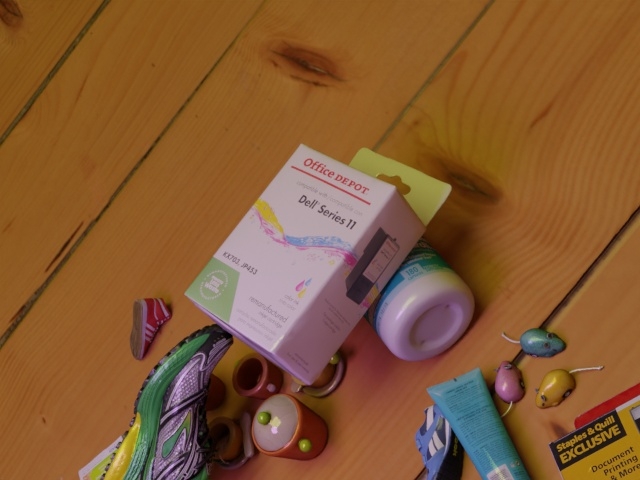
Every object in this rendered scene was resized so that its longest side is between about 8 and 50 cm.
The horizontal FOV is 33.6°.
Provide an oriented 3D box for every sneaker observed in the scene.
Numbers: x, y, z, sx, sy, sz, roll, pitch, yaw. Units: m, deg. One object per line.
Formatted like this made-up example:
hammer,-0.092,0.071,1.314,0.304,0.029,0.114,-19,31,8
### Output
sneaker,-0.208,0.283,1.615,0.146,0.134,0.343,26,100,11
sneaker,0.163,0.292,1.471,0.059,0.053,0.144,-10,53,35
sneaker,-0.311,0.160,1.944,0.042,0.067,0.118,27,115,42

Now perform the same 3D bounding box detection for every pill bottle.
pill bottle,0.103,0.047,1.584,0.146,0.146,0.264,-47,47,9

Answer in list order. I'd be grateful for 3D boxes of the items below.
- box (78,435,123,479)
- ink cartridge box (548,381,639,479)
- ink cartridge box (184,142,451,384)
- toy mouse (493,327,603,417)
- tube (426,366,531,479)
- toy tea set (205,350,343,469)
box,-0.304,0.442,1.735,0.114,0.103,0.203,-40,48,16
ink cartridge box,0.439,0.237,1.218,0.309,0.130,0.272,-35,48,21
ink cartridge box,0.000,0.000,1.499,0.207,0.119,0.353,28,76,41
toy mouse,0.281,0.169,1.452,0.161,0.031,0.143,-43,47,13
tube,0.221,0.267,1.417,0.080,0.052,0.207,-20,56,-9
toy tea set,-0.125,0.255,1.674,0.336,0.124,0.200,-15,59,33
